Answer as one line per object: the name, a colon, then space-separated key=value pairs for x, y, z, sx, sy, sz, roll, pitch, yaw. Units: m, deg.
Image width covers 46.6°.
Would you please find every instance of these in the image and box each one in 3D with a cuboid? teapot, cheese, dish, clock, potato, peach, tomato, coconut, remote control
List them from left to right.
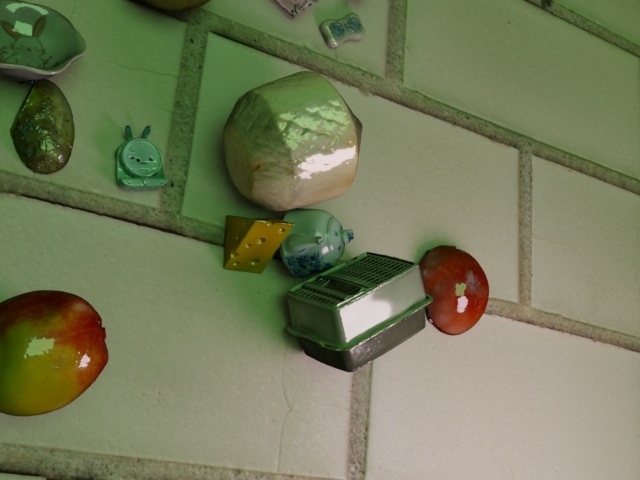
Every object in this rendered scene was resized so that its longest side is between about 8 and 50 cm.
dish: x=-0.578 y=-0.372 z=1.445 sx=0.229 sy=0.081 sz=0.229 roll=15 pitch=45 yaw=-16
peach: x=-0.486 y=0.190 z=1.282 sx=0.231 sy=0.231 sz=0.230 roll=8 pitch=74 yaw=-27
potato: x=-0.541 y=-0.231 z=1.462 sx=0.119 sy=0.054 sz=0.197 roll=13 pitch=71 yaw=-23
clock: x=-0.376 y=-0.171 z=1.543 sx=0.101 sy=0.041 sz=0.135 roll=-5 pitch=80 yaw=-30
cheese: x=-0.131 y=-0.012 z=1.564 sx=0.093 sy=0.171 sz=0.126 roll=9 pitch=73 yaw=-27
coconut: x=-0.042 y=-0.211 z=1.602 sx=0.329 sy=0.329 sz=0.328 roll=8 pitch=74 yaw=-27
teapot: x=0.000 y=0.000 z=1.627 sx=0.232 sy=0.159 sz=0.159 roll=-12 pitch=82 yaw=-67
remote control: x=0.059 y=-0.535 z=1.887 sx=0.122 sy=0.032 sz=0.074 roll=-26 pitch=90 yaw=-32
tomato: x=0.352 y=0.115 z=1.840 sx=0.199 sy=0.112 sz=0.227 roll=-19 pitch=89 yaw=-33

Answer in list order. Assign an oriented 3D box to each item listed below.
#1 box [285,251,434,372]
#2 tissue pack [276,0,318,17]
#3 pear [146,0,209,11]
box: x=0.083 y=0.150 z=1.615 sx=0.291 sy=0.221 sz=0.166 roll=-25 pitch=112 yaw=-32
tissue pack: x=-0.102 y=-0.739 z=1.796 sx=0.344 sy=0.125 sz=0.242 roll=42 pitch=61 yaw=-16
pear: x=-0.309 y=-0.606 z=1.607 sx=0.211 sy=0.188 sz=0.228 roll=8 pitch=71 yaw=-25
